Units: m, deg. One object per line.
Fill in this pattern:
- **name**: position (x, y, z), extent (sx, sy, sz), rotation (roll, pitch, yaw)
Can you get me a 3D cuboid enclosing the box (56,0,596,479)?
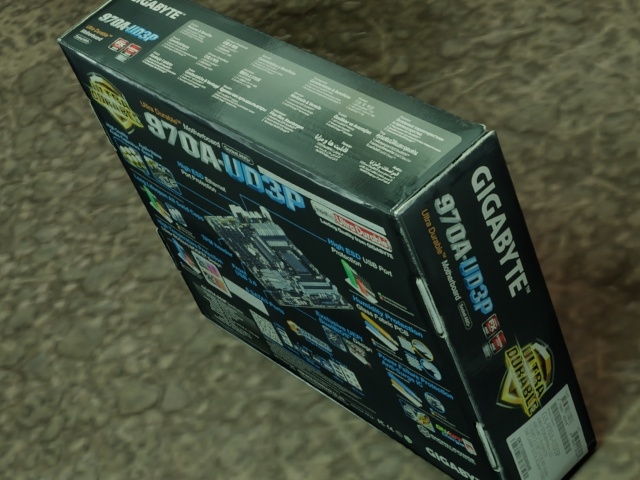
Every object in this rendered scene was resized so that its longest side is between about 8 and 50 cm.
- **box**: position (0.000, 0.000, 0.646), extent (0.051, 0.175, 0.220), rotation (-41, 42, -20)
